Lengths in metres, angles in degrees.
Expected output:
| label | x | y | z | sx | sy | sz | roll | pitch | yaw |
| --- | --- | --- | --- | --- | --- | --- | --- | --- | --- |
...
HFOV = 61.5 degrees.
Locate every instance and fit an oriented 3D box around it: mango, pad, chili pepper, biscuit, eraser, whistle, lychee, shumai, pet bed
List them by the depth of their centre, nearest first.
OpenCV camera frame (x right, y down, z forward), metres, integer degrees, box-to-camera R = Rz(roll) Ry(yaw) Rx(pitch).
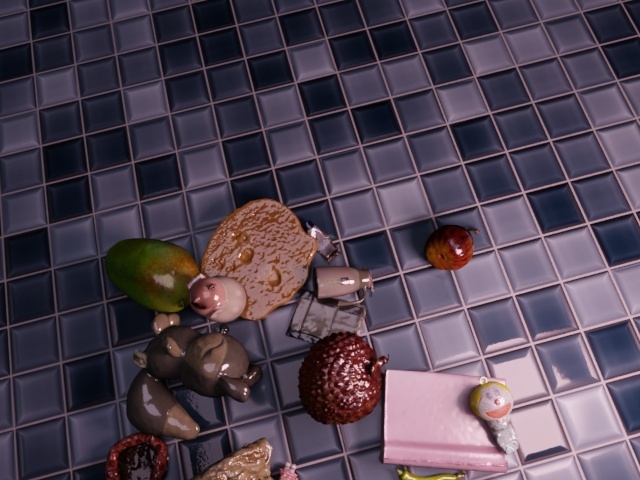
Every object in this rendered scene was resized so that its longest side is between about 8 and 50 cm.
| label | x | y | z | sx | sy | sz | roll | pitch | yaw |
| --- | --- | --- | --- | --- | --- | --- | --- | --- | --- |
| shumai | -0.226 | 0.729 | 1.474 | 0.313 | 0.267 | 0.263 | -14 | 61 | -39 |
| whistle | 0.494 | 0.487 | 1.499 | 0.122 | 0.123 | 0.223 | -21 | 84 | -4 |
| lychee | 0.067 | 0.404 | 1.588 | 0.300 | 0.264 | 0.264 | -31 | 71 | 18 |
| chili pepper | 0.324 | 0.709 | 1.590 | 0.207 | 0.043 | 0.049 | 5 | 46 | -1 |
| eraser | 0.363 | 0.535 | 1.605 | 0.358 | 0.122 | 0.273 | 2 | 69 | 3 |
| pet bed | -0.558 | 0.683 | 1.633 | 0.201 | 0.053 | 0.201 | -2 | 73 | 7 |
| mango | -0.552 | 0.097 | 1.761 | 0.381 | 0.201 | 0.225 | 25 | 70 | 27 |
| pad | 0.021 | 0.264 | 1.764 | 0.232 | 0.022 | 0.174 | 17 | 73 | 9 |
| biscuit | -0.208 | 0.055 | 1.822 | 0.365 | 0.062 | 0.385 | 41 | 81 | 13 |

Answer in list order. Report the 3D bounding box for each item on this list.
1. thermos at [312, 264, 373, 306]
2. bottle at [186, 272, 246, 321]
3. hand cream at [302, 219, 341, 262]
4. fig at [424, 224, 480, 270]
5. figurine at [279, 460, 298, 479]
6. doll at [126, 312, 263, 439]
| label | x | y | z | sx | sy | sz | roll | pitch | yaw |
| --- | --- | --- | --- | --- | --- | --- | --- | --- | --- |
| thermos | 0.077 | 0.148 | 1.762 | 0.193 | 0.105 | 0.137 | -3 | 68 | -11 |
| bottle | -0.324 | 0.174 | 1.643 | 0.147 | 0.236 | 0.148 | -1 | 80 | 7 |
| hand cream | 0.000 | 0.000 | 1.851 | 0.062 | 0.039 | 0.163 | -37 | 79 | -11 |
| fig | 0.437 | 0.006 | 1.761 | 0.148 | 0.149 | 0.202 | 38 | 85 | -5 |
| figurine | -0.101 | 0.727 | 1.598 | 0.072 | 0.054 | 0.129 | 20 | 67 | 0 |
| doll | -0.377 | 0.432 | 1.656 | 0.382 | 0.252 | 0.379 | 23 | 106 | 13 |
